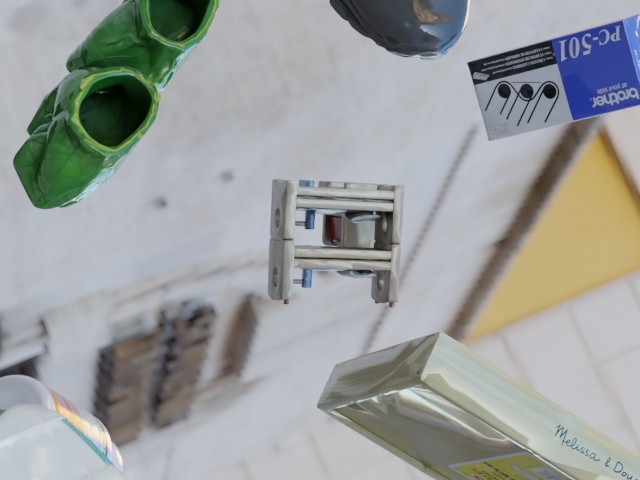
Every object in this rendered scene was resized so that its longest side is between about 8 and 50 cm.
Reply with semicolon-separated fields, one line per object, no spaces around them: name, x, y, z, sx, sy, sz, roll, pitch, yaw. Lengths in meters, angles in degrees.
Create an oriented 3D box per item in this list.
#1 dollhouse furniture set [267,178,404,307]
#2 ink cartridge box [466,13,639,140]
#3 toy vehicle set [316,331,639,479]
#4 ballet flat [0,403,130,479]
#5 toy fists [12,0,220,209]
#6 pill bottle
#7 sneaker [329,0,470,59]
dollhouse furniture set;0.000;0.000;2.099;0.183;0.129;0.129;-170;-97;-74
ink cartridge box;0.272;-0.181;2.184;0.207;0.046;0.097;-12;-83;36
toy vehicle set;0.142;0.153;1.301;0.267;0.035;0.166;33;-21;-15
ballet flat;-0.239;0.309;1.305;0.400;0.139;0.139;-67;-160;-2
toy fists;-0.198;-0.142;1.822;0.096;0.279;0.142;33;-40;-10
pill bottle;-0.326;0.248;2.332;0.121;0.121;0.216;58;6;31
sneaker;0.056;-0.258;1.272;0.130;0.109;0.286;137;-49;-59
